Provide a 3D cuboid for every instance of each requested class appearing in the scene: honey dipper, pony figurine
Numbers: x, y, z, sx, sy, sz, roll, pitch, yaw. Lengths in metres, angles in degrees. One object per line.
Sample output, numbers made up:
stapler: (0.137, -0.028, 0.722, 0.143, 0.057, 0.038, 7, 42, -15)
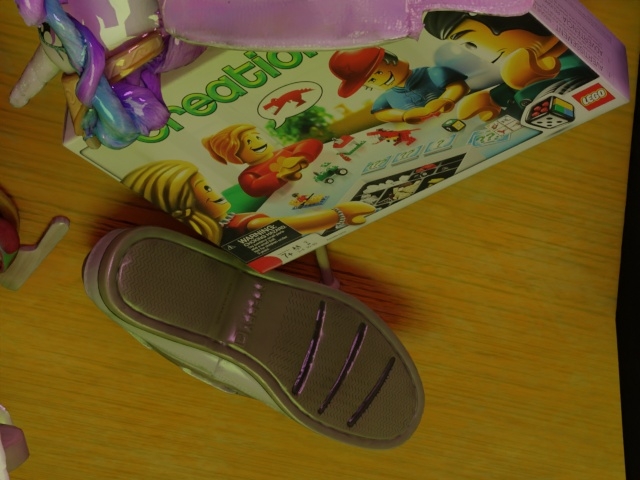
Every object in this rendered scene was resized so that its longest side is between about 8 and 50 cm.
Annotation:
honey dipper: (0.000, 0.000, 1.356, 0.030, 0.030, 0.160, -3, 147, 8)
pony figurine: (-0.068, -0.222, 0.841, 0.351, 0.303, 0.363, -11, 120, 23)

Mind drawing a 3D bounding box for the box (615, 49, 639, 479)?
box: (0.451, 0.050, 1.167, 0.472, 0.297, 0.480, -2, 146, 4)

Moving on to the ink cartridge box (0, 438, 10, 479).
ink cartridge box: (-0.364, 0.007, 1.151, 0.308, 0.091, 0.385, -5, 107, 8)

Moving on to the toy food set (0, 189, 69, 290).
toy food set: (-0.303, 0.002, 1.336, 0.218, 0.071, 0.128, 25, 139, -30)

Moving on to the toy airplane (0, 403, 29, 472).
toy airplane: (-0.448, 0.143, 1.372, 0.386, 0.272, 0.384, 0, -178, -19)

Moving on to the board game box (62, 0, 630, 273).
board game box: (0.013, -0.091, 1.093, 0.305, 0.053, 0.193, -26, 137, 33)

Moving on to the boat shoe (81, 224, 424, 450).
boat shoe: (-0.052, 0.072, 1.401, 0.302, 0.113, 0.103, 32, 168, -22)
